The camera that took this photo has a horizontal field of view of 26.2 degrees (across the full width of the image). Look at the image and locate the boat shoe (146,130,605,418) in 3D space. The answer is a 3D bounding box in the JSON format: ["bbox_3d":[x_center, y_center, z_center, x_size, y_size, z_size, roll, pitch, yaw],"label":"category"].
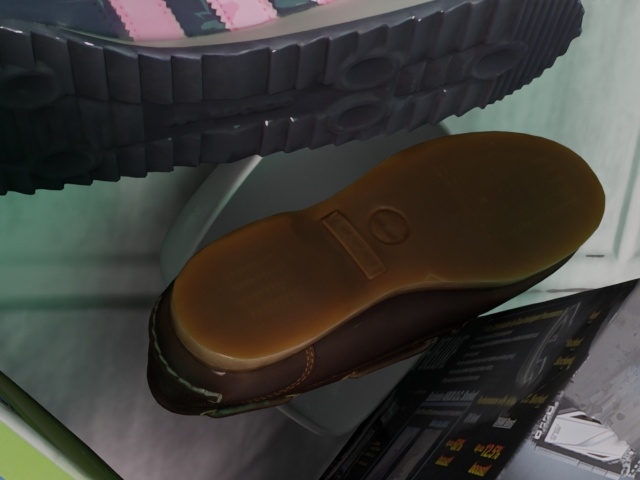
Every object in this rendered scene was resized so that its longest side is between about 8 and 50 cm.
[{"bbox_3d":[0.022,0.013,0.560,0.207,0.073,0.073,-17,153,-27],"label":"boat shoe"}]

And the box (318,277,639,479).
[{"bbox_3d":[0.033,0.140,0.539,0.076,0.307,0.242,39,80,-2],"label":"box"}]

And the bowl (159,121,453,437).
[{"bbox_3d":[0.000,0.000,0.610,0.142,0.053,0.142,-50,129,-11],"label":"bowl"}]

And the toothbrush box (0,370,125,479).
[{"bbox_3d":[-0.160,0.058,0.382,0.122,0.206,0.283,-50,140,-11],"label":"toothbrush box"}]

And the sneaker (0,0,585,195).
[{"bbox_3d":[-0.068,-0.101,0.508,0.318,0.131,0.112,-8,156,-20],"label":"sneaker"}]
